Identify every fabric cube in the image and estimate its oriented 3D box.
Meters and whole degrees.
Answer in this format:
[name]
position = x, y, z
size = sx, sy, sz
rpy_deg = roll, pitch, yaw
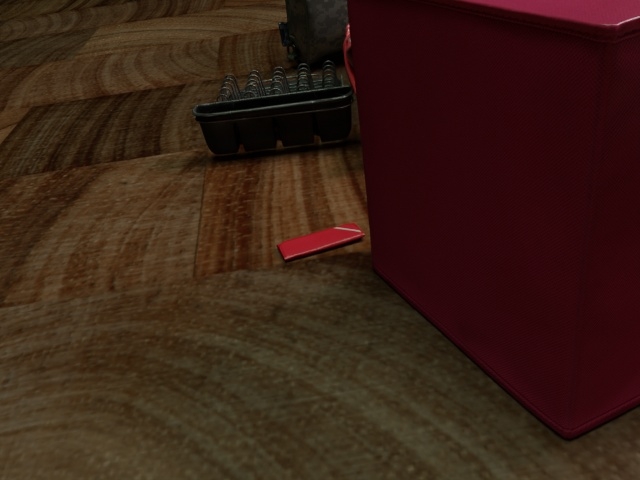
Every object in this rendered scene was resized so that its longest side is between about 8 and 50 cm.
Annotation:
[fabric cube]
position = 0.194, -0.073, 0.490
size = 0.259, 0.258, 0.254
rpy_deg = -19, 31, -19

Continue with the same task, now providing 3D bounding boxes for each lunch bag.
[lunch bag]
position = 0.076, -0.456, 1.174
size = 0.305, 0.256, 0.212
rpy_deg = -12, 29, -9

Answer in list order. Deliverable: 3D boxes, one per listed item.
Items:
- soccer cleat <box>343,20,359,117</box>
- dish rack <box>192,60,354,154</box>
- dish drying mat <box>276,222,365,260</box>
[soccer cleat]
position = 0.076, -0.265, 0.850
size = 0.116, 0.108, 0.318
rpy_deg = 9, 58, -36
[dish rack]
position = -0.058, -0.204, 0.957
size = 0.208, 0.074, 0.271
rpy_deg = -5, 30, 3
[dish drying mat]
position = 0.000, 0.000, 0.659
size = 0.083, 0.008, 0.032
rpy_deg = -15, 32, -13
